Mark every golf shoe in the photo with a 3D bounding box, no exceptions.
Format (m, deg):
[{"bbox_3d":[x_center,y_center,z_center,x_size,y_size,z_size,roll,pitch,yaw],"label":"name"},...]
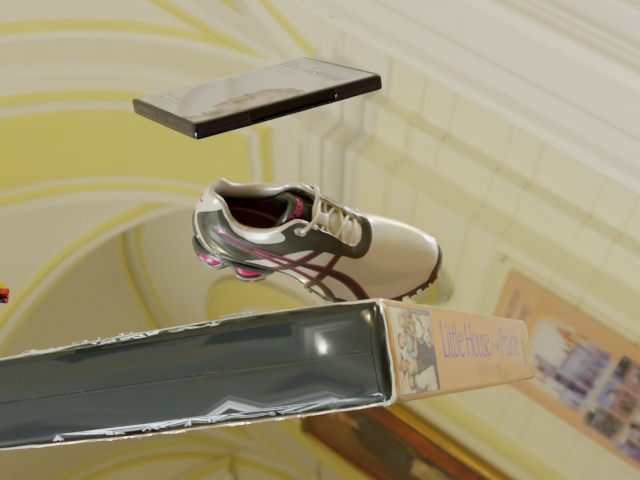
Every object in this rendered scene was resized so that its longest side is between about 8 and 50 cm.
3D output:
[{"bbox_3d":[0.000,0.000,0.954,0.120,0.272,0.105,106,171,-64],"label":"golf shoe"}]

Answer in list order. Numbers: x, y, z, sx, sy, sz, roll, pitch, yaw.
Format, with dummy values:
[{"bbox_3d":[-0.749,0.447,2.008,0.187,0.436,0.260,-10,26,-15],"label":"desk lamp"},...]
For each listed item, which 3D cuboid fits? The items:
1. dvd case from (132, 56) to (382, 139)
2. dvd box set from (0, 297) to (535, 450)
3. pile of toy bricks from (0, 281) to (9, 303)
[{"bbox_3d":[-0.077,-0.177,1.103,0.253,0.180,0.022,-19,-64,-28],"label":"dvd case"},{"bbox_3d":[-0.022,0.105,0.714,0.420,0.307,0.062,15,-114,-66],"label":"dvd box set"},{"bbox_3d":[-0.585,0.060,1.389,0.212,0.105,0.118,6,-33,-20],"label":"pile of toy bricks"}]
